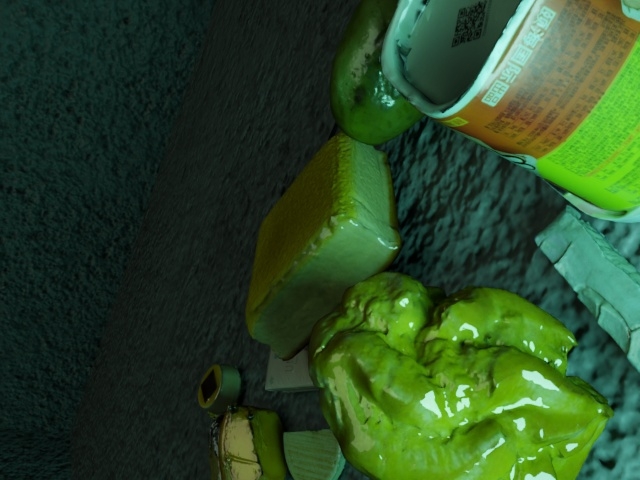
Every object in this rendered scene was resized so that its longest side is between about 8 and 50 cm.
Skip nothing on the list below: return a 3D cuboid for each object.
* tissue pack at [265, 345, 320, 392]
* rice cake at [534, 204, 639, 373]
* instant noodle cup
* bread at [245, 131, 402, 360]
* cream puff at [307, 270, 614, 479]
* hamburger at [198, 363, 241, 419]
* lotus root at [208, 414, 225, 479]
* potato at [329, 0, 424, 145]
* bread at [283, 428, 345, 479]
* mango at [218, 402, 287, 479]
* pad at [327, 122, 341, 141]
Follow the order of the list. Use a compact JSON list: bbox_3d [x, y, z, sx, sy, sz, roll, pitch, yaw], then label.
[{"bbox_3d":[0.004,0.199,1.167,0.325,0.071,0.170,-26,53,55],"label":"tissue pack"},{"bbox_3d":[0.333,0.081,0.647,0.066,0.063,0.336,-52,34,23],"label":"rice cake"},{"bbox_3d":[0.251,-0.193,0.661,0.294,0.308,0.293,-35,48,51],"label":"instant noodle cup"},{"bbox_3d":[0.000,0.000,1.122,0.323,0.143,0.333,-47,23,31],"label":"bread"},{"bbox_3d":[0.164,0.156,0.713,0.257,0.291,0.324,-35,24,21],"label":"cream puff"},{"bbox_3d":[-0.248,0.377,1.529,0.126,0.081,0.141,25,87,59],"label":"hamburger"},{"bbox_3d":[-0.195,0.516,1.358,0.110,0.097,0.258,-38,53,53],"label":"lotus root"},{"bbox_3d":[0.129,-0.307,1.036,0.216,0.216,0.304,39,108,59],"label":"potato"},{"bbox_3d":[-0.005,0.405,1.130,0.193,0.036,0.112,-27,59,50],"label":"bread"},{"bbox_3d":[-0.139,0.458,1.250,0.154,0.126,0.252,-21,66,39],"label":"mango"},{"bbox_3d":[0.053,-0.200,1.320,0.233,0.022,0.174,-67,29,14],"label":"pad"}]
